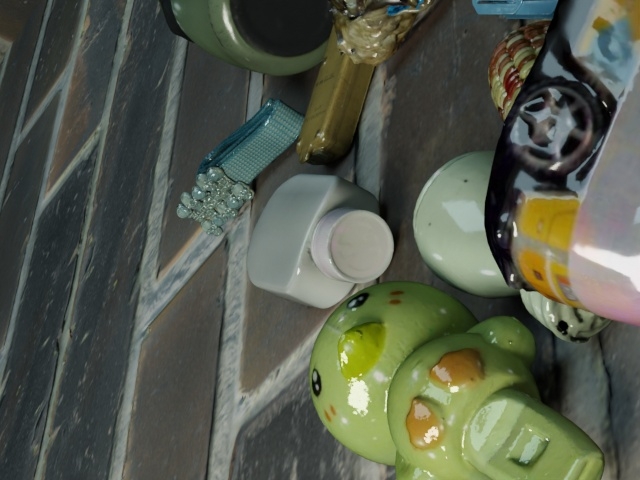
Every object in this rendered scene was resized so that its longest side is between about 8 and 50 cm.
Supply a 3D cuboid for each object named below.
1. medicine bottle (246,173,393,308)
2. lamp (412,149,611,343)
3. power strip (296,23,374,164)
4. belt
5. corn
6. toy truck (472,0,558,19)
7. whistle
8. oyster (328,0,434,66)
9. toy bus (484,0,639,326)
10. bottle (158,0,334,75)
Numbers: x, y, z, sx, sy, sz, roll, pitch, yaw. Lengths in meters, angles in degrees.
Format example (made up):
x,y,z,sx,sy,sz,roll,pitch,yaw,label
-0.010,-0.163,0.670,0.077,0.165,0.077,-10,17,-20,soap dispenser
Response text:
x,y,z,sx,sy,sz,roll,pitch,yaw,label
0.000,0.000,1.453,0.119,0.069,0.183,-66,20,-7,medicine bottle
0.139,0.003,1.107,0.106,0.106,0.193,-61,32,7,lamp
0.038,-0.208,1.636,0.064,0.044,0.305,-21,48,60,power strip
-0.084,-0.089,1.756,0.179,0.065,0.100,-40,22,47,belt
0.181,-0.078,1.109,0.086,0.086,0.253,-56,26,20,corn
0.175,-0.222,1.320,0.136,0.063,0.074,-163,79,-67,toy truck
0.076,0.101,1.066,0.141,0.141,0.294,-65,17,-2,whistle
0.087,-0.303,1.569,0.223,0.083,0.214,-28,55,17,oyster
0.239,-0.125,0.854,0.162,0.171,0.386,26,94,33,toy bus
-0.091,-0.285,1.841,0.168,0.168,0.347,-64,21,1,bottle
